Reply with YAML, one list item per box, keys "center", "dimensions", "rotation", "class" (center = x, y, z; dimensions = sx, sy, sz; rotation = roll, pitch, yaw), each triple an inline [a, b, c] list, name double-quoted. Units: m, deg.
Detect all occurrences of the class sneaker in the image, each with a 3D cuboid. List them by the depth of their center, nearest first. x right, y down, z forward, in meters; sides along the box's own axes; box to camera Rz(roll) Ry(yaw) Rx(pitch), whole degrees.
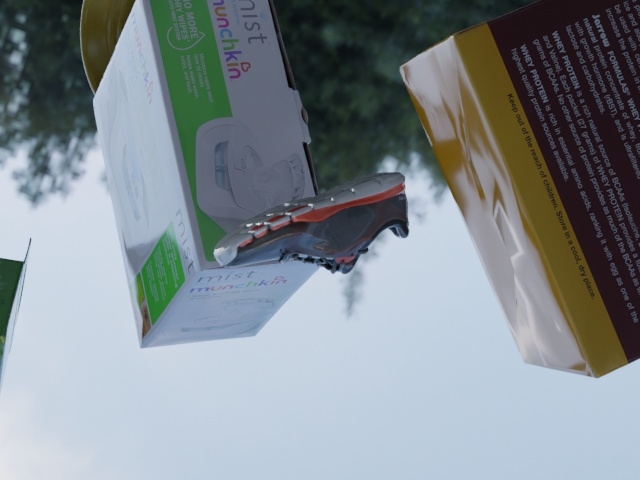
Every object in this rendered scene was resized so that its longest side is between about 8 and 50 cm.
- center: [0.000, 0.000, 1.201]
  dimensions: [0.157, 0.065, 0.061]
  rotation: [-20, -170, -14]
  class: "sneaker"

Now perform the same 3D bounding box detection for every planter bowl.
- center: [-0.185, -0.244, 1.915]
  dimensions: [0.090, 0.217, 0.217]
  rotation: [-7, -132, -43]
  class: "planter bowl"

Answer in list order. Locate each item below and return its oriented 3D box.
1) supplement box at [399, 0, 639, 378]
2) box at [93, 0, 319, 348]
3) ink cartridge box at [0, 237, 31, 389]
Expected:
- center: [0.179, -0.052, 0.889]
  dimensions: [0.194, 0.129, 0.191]
  rotation: [-24, -87, -9]
  class: "supplement box"
- center: [-0.103, -0.063, 1.461]
  dimensions: [0.126, 0.231, 0.262]
  rotation: [-7, -107, -21]
  class: "box"
- center: [-0.347, 0.085, 1.669]
  dimensions: [0.062, 0.109, 0.209]
  rotation: [10, -153, -7]
  class: "ink cartridge box"
